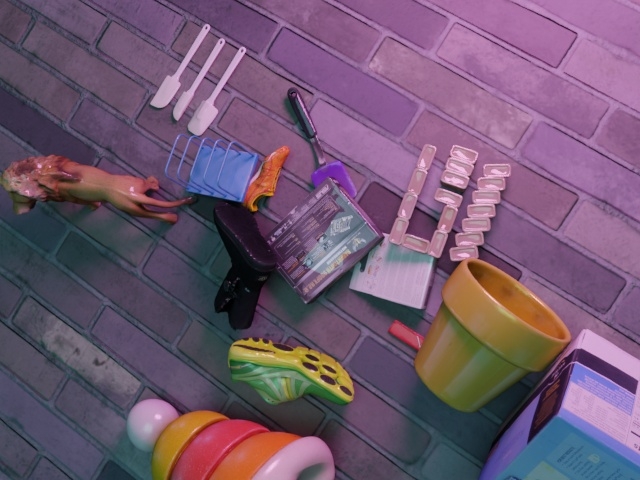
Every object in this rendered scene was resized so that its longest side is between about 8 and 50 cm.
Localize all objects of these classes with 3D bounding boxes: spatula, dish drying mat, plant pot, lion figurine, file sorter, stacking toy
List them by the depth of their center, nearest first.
[{"bbox_3d":[0.320,0.203,1.272,0.254,0.254,0.239,37,109,12],"label":"plant pot"},{"bbox_3d":[-0.240,0.487,1.380,0.479,0.350,0.351,24,91,32],"label":"stacking toy"},{"bbox_3d":[0.192,0.210,1.408,0.083,0.008,0.032,32,94,13],"label":"dish drying mat"},{"bbox_3d":[-0.251,-0.170,1.455,0.170,0.104,0.118,12,79,31],"label":"file sorter"},{"bbox_3d":[-0.508,-0.119,1.468,0.391,0.240,0.142,2,86,12],"label":"lion figurine"},{"bbox_3d":[-0.011,-0.221,1.474,0.084,0.030,0.297,-26,81,12],"label":"spatula"},{"bbox_3d":[-0.290,-0.393,1.557,0.168,0.019,0.242,34,93,18],"label":"spatula"}]

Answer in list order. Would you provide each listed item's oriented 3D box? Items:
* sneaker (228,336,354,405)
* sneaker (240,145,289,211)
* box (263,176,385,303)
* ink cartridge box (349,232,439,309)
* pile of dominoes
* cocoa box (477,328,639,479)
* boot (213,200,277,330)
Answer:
[{"bbox_3d":[-0.066,0.306,1.423,0.295,0.109,0.124,16,112,11],"label":"sneaker"},{"bbox_3d":[-0.120,-0.142,1.481,0.067,0.064,0.175,40,105,9],"label":"sneaker"},{"bbox_3d":[0.000,0.000,1.432,0.231,0.056,0.183,-43,79,12],"label":"box"},{"bbox_3d":[0.166,0.063,1.419,0.179,0.045,0.146,14,89,31],"label":"ink cartridge box"},{"bbox_3d":[0.280,-0.078,1.380,0.195,0.040,0.251,21,83,13],"label":"pile of dominoes"},{"bbox_3d":[0.461,0.384,1.141,0.231,0.228,0.347,31,133,12],"label":"cocoa box"},{"bbox_3d":[-0.200,0.056,1.443,0.246,0.094,0.207,52,128,37],"label":"boot"}]
